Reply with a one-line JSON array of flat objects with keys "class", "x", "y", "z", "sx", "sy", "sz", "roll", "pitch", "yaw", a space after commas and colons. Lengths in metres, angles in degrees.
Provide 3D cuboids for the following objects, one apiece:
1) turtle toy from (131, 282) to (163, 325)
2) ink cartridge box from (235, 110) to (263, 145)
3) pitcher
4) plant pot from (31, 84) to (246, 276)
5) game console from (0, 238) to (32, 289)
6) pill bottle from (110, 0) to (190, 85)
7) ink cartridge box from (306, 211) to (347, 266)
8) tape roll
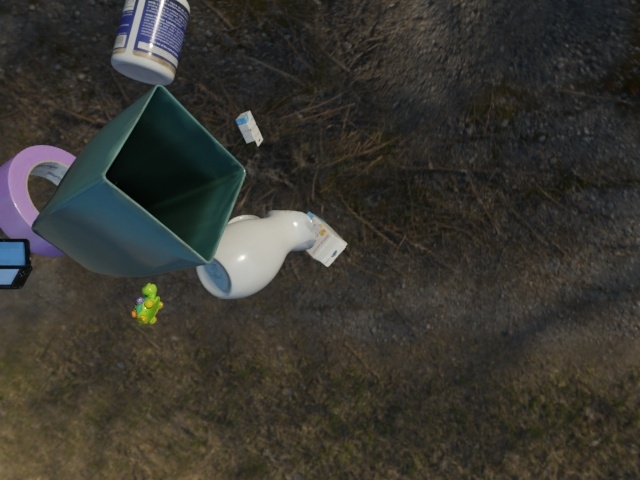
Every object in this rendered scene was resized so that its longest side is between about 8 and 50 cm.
[{"class": "turtle toy", "x": -0.524, "y": 0.195, "z": 1.755, "sx": 0.066, "sy": 0.095, "sz": 0.130, "roll": 21, "pitch": 83, "yaw": 10}, {"class": "ink cartridge box", "x": -0.181, "y": -0.282, "z": 1.487, "sx": 0.028, "sy": 0.048, "sz": 0.083, "roll": -14, "pitch": 118, "yaw": 22}, {"class": "pitcher", "x": -0.137, "y": 0.012, "z": 1.036, "sx": 0.178, "sy": 0.207, "sz": 0.125, "roll": 11, "pitch": 121, "yaw": 34}, {"class": "plant pot", "x": -0.255, "y": -0.051, "z": 0.764, "sx": 0.234, "sy": 0.165, "sz": 0.165, "roll": -18, "pitch": 132, "yaw": 34}, {"class": "game console", "x": -0.757, "y": 0.056, "z": 1.375, "sx": 0.122, "sy": 0.107, "sz": 0.071, "roll": 0, "pitch": 131, "yaw": 0}, {"class": "pill bottle", "x": -0.406, "y": -0.530, "z": 1.421, "sx": 0.153, "sy": 0.153, "sz": 0.264, "roll": 12, "pitch": 86, "yaw": 10}, {"class": "ink cartridge box", "x": 0.000, "y": 0.000, "z": 1.730, "sx": 0.092, "sy": 0.090, "sz": 0.143, "roll": -50, "pitch": 54, "yaw": 7}, {"class": "tape roll", "x": -0.690, "y": -0.101, "z": 1.491, "sx": 0.090, "sy": 0.275, "sz": 0.274, "roll": -23, "pitch": 108, "yaw": 27}]
